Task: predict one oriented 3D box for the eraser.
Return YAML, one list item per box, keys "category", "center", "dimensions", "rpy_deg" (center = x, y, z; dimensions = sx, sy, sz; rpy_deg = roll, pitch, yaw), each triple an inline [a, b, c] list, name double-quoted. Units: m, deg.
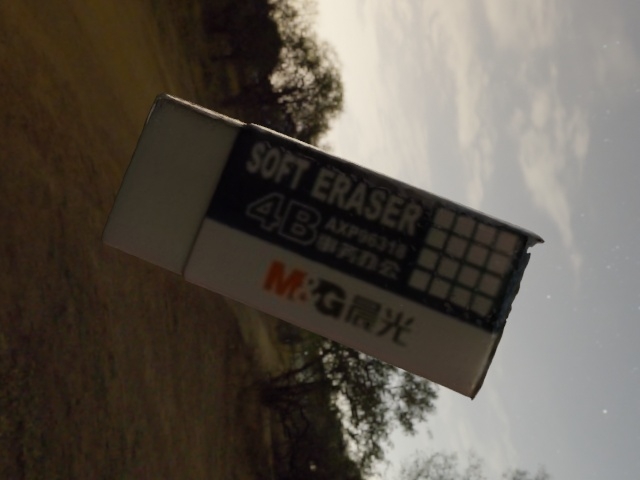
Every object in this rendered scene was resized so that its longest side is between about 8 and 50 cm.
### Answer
- category: "eraser"
  center: [0.000, 0.000, 0.503]
  dimensions: [0.086, 0.287, 0.130]
  rpy_deg: [-13, 126, -82]
